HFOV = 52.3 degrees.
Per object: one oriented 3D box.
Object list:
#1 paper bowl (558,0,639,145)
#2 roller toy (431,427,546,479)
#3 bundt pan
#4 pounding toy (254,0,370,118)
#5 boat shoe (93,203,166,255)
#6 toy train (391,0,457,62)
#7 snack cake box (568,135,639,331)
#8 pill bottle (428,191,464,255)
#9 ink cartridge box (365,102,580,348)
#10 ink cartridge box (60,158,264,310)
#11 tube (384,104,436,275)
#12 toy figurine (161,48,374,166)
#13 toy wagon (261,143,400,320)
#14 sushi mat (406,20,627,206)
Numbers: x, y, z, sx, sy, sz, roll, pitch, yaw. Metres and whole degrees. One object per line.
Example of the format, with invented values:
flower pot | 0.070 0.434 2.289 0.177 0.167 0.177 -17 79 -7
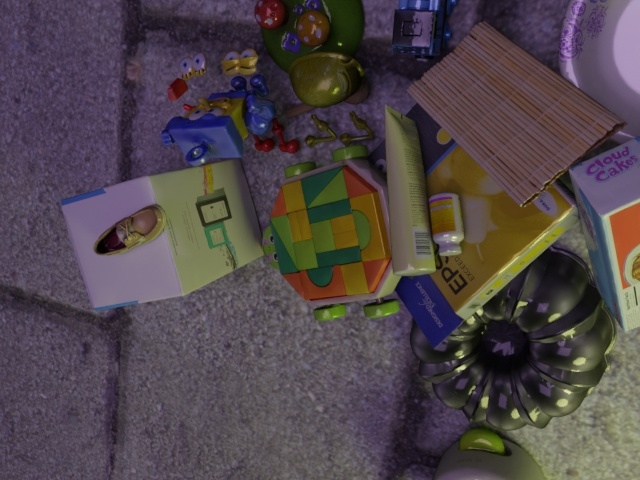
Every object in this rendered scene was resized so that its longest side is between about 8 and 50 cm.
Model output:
paper bowl | 0.456 -0.254 0.827 0.285 0.148 0.284 6 106 23
roller toy | 0.280 0.446 1.100 0.209 0.146 0.191 42 117 8
bundt pan | 0.290 0.157 1.031 0.331 0.124 0.330 6 106 22
pounding toy | -0.027 -0.323 1.048 0.183 0.110 0.236 -8 100 26
boat shoe | -0.288 -0.010 0.983 0.135 0.045 0.050 -32 88 28
toy train | 0.155 -0.356 0.959 0.080 0.105 0.184 11 109 21
snack cake box | 0.417 -0.010 0.815 0.152 0.089 0.264 -24 135 11
pill bottle | 0.176 -0.022 0.907 0.044 0.043 0.083 -11 75 26
ink cartridge box | 0.181 -0.048 0.980 0.307 0.072 0.303 -47 56 23
ink cartridge box | -0.263 -0.019 1.148 0.198 0.270 0.197 -11 98 26
tube | 0.125 -0.070 0.939 0.062 0.070 0.240 -2 80 -7
toy figurine | -0.120 -0.168 1.033 0.363 0.217 0.191 4 132 26
toy wagon | 0.000 0.000 1.084 0.345 0.068 0.267 -12 90 46
sushi mat | 0.238 -0.181 0.865 0.151 0.019 0.316 -44 42 13
